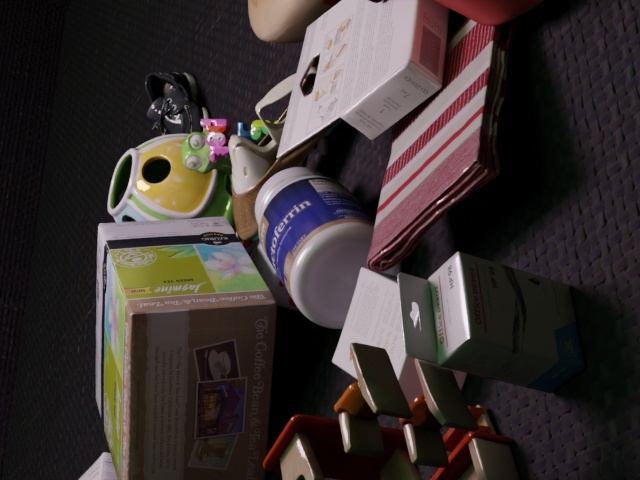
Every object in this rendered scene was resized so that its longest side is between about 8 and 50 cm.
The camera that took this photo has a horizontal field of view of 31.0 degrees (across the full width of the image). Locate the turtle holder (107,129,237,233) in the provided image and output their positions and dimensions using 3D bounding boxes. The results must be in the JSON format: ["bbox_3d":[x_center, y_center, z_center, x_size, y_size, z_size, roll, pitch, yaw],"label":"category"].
[{"bbox_3d":[-0.245,-0.077,2.074,0.320,0.228,0.243,16,90,66],"label":"turtle holder"}]

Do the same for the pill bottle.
[{"bbox_3d":[0.000,0.000,1.603,0.153,0.153,0.264,-67,25,16],"label":"pill bottle"}]

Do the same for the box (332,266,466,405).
[{"bbox_3d":[0.103,0.118,1.387,0.170,0.091,0.130,26,100,65],"label":"box"}]

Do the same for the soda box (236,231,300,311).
[{"bbox_3d":[-0.074,0.030,1.834,0.069,0.074,0.216,-67,26,16],"label":"soda box"}]

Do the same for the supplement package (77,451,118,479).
[{"bbox_3d":[-0.364,0.521,2.064,0.194,0.149,0.203,-48,35,45],"label":"supplement package"}]

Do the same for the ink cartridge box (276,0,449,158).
[{"bbox_3d":[0.067,-0.259,1.601,0.261,0.066,0.296,-34,33,39],"label":"ink cartridge box"}]

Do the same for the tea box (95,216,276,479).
[{"bbox_3d":[-0.217,0.176,1.775,0.323,0.220,0.328,-130,40,-60],"label":"tea box"}]

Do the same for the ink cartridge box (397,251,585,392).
[{"bbox_3d":[0.171,0.080,1.159,0.060,0.180,0.104,-47,36,44],"label":"ink cartridge box"}]

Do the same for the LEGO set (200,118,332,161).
[{"bbox_3d":[-0.078,-0.149,1.900,0.227,0.087,0.093,3,91,21],"label":"LEGO set"}]

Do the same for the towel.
[{"bbox_3d":[0.152,-0.138,1.420,0.237,0.037,0.329,-44,24,45],"label":"towel"}]

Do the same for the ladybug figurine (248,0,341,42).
[{"bbox_3d":[0.026,-0.518,1.841,0.449,0.162,0.305,-66,25,19],"label":"ladybug figurine"}]

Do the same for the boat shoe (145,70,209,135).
[{"bbox_3d":[-0.320,-0.275,2.486,0.127,0.113,0.340,-58,29,30],"label":"boat shoe"}]

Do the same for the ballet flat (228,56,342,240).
[{"bbox_3d":[-0.062,-0.158,1.773,0.342,0.124,0.116,-51,33,14],"label":"ballet flat"}]

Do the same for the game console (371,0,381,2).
[{"bbox_3d":[0.050,-0.489,1.549,0.293,0.173,0.250,-67,25,12],"label":"game console"}]

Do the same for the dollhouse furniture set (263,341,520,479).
[{"bbox_3d":[0.069,0.226,1.193,0.262,0.259,0.135,-58,32,31],"label":"dollhouse furniture set"}]

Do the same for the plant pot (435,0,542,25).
[{"bbox_3d":[0.165,-0.397,1.333,0.275,0.243,0.275,-39,33,32],"label":"plant pot"}]
